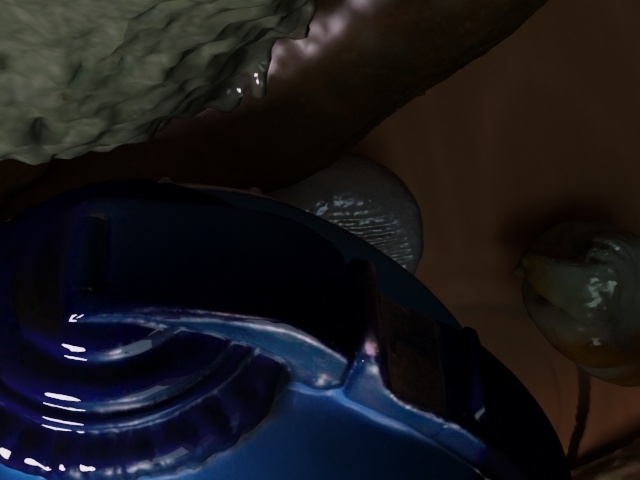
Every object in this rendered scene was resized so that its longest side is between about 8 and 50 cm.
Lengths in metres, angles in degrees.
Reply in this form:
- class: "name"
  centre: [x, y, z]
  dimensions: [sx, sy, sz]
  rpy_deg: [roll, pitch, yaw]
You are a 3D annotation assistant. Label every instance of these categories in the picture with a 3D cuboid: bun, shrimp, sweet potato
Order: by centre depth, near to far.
- class: "sweet potato"
  centre: [-0.004, -0.084, 0.628]
  dimensions: [0.286, 0.085, 0.112]
  rpy_deg: [-34, 120, 25]
- class: "bun"
  centre: [0.000, 0.000, 0.736]
  dimensions: [0.083, 0.045, 0.083]
  rpy_deg: [-15, 134, -16]
- class: "shrimp"
  centre: [0.169, -0.003, 0.826]
  dimensions: [0.166, 0.049, 0.161]
  rpy_deg: [-45, 139, 17]

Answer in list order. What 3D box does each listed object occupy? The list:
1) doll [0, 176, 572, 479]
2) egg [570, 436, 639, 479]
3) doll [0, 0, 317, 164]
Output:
- class: "doll"
  centre: [-0.080, 0.094, 0.571]
  dimensions: [0.310, 0.240, 0.284]
  rpy_deg: [4, 136, -7]
- class: "egg"
  centre: [0.166, 0.193, 0.908]
  dimensions: [0.245, 0.203, 0.203]
  rpy_deg: [-37, 138, 15]
- class: "doll"
  centre: [-0.026, -0.157, 0.431]
  dimensions: [0.247, 0.247, 0.349]
  rpy_deg: [6, 139, -33]
